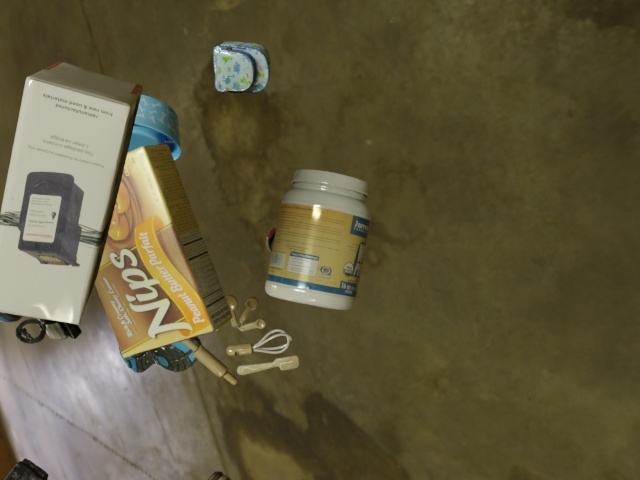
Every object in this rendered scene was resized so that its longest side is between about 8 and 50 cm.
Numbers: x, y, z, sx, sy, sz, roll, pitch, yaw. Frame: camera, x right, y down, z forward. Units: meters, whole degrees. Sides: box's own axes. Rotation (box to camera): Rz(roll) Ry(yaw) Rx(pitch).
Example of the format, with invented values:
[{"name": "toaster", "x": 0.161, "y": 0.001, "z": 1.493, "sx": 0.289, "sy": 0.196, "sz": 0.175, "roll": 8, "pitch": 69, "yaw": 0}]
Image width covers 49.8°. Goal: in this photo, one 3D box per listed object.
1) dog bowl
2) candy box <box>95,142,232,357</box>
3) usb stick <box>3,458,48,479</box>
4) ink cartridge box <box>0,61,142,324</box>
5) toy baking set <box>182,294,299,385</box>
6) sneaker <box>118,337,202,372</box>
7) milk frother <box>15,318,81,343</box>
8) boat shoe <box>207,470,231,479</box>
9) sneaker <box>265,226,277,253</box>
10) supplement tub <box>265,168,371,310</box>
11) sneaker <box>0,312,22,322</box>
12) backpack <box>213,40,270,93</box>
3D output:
[{"name": "dog bowl", "x": -0.391, "y": -0.200, "z": 1.333, "sx": 0.297, "sy": 0.166, "sz": 0.074, "roll": -12, "pitch": 64, "yaw": 38}, {"name": "candy box", "x": -0.292, "y": 0.019, "z": 1.151, "sx": 0.182, "sy": 0.087, "sz": 0.317, "roll": -18, "pitch": 95, "yaw": 20}, {"name": "usb stick", "x": -0.608, "y": 0.533, "z": 1.252, "sx": 0.077, "sy": 0.278, "sz": 0.045, "roll": 26, "pitch": 158, "yaw": 20}, {"name": "ink cartridge box", "x": -0.269, "y": -0.055, "z": 0.736, "sx": 0.172, "sy": 0.100, "sz": 0.237, "roll": -117, "pitch": 44, "yaw": -68}, {"name": "toy baking set", "x": -0.176, "y": 0.232, "z": 1.531, "sx": 0.256, "sy": 0.196, "sz": 0.030, "roll": 49, "pitch": -167, "yaw": -16}, {"name": "sneaker", "x": -0.411, "y": 0.266, "z": 1.841, "sx": 0.340, "sy": 0.139, "sz": 0.125, "roll": -11, "pitch": 113, "yaw": 46}, {"name": "milk frother", "x": -0.715, "y": 0.222, "z": 1.798, "sx": 0.129, "sy": 0.143, "sz": 0.135, "roll": 44, "pitch": 155, "yaw": 31}, {"name": "boat shoe", "x": -0.262, "y": 0.510, "z": 1.273, "sx": 0.095, "sy": 0.095, "sz": 0.257, "roll": 37, "pitch": 108, "yaw": 9}, {"name": "sneaker", "x": -0.050, "y": 0.032, "z": 1.449, "sx": 0.074, "sy": 0.063, "sz": 0.170, "roll": 29, "pitch": 164, "yaw": 42}, {"name": "supplement tub", "x": 0.000, "y": 0.000, "z": 1.077, "sx": 0.144, "sy": 0.144, "sz": 0.200, "roll": 7, "pitch": 86, "yaw": 54}, {"name": "sneaker", "x": -0.604, "y": 0.083, "z": 1.163, "sx": 0.209, "sy": 0.069, "sz": 0.082, "roll": 36, "pitch": 113, "yaw": -15}, {"name": "backpack", "x": -0.162, "y": -0.354, "z": 1.423, "sx": 0.084, "sy": 0.114, "sz": 0.105, "roll": -86, "pitch": -2, "yaw": -64}]
